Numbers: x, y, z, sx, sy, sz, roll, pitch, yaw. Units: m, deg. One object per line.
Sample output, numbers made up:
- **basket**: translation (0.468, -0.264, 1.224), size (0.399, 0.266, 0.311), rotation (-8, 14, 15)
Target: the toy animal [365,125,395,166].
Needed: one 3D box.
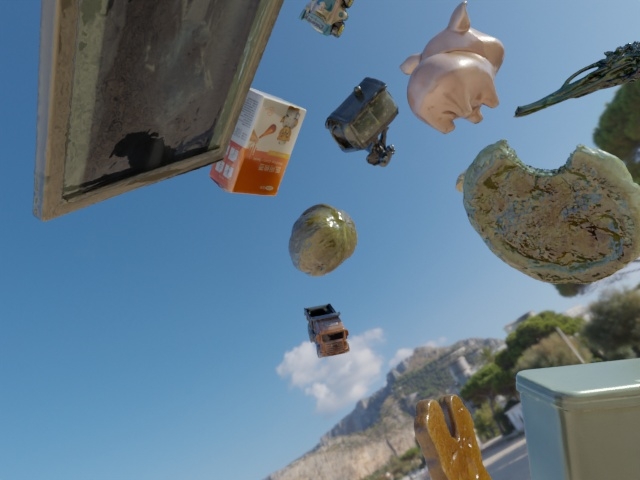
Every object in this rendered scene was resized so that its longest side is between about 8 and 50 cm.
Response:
- **toy animal**: translation (0.230, -0.389, 1.704), size (0.114, 0.245, 0.146), rotation (-8, -48, -10)

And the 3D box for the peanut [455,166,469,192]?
- **peanut**: translation (0.462, -0.185, 1.222), size (0.187, 0.082, 0.082), rotation (-22, -31, -24)

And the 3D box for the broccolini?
- **broccolini**: translation (0.403, -0.249, 0.666), size (0.201, 0.058, 0.074), rotation (-15, 14, 20)

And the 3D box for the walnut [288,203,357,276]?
- **walnut**: translation (0.000, 0.000, 1.566), size (0.227, 0.283, 0.283), rotation (2, -42, -44)

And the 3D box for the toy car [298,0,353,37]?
- **toy car**: translation (0.023, -0.662, 1.200), size (0.161, 0.126, 0.098), rotation (-57, -3, 31)

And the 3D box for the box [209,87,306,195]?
- **box**: translation (-0.219, -0.332, 1.484), size (0.224, 0.143, 0.341), rotation (-3, -60, -53)

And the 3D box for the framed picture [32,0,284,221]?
- **framed picture**: translation (-0.164, -0.232, 0.502), size (0.326, 0.028, 0.446), rotation (-39, -14, -50)

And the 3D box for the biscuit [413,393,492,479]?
- **biscuit**: translation (0.233, 0.408, 0.698), size (0.044, 0.295, 0.186), rotation (-31, -30, 36)

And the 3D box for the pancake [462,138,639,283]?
- **pancake**: translation (0.314, -0.031, 0.598), size (0.037, 0.253, 0.254), rotation (-45, -21, -29)

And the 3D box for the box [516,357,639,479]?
- **box**: translation (0.591, 0.425, 0.831), size (0.351, 0.344, 0.177), rotation (-4, -2, -7)

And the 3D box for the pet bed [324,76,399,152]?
- **pet bed**: translation (0.125, -0.414, 1.407), size (0.211, 0.183, 0.159), rotation (-46, -68, -10)

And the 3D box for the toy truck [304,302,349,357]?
- **toy truck**: translation (0.012, 0.223, 1.100), size (0.083, 0.192, 0.092), rotation (-8, -77, -11)

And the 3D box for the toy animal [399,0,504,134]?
- **toy animal**: translation (0.333, -0.416, 1.089), size (0.326, 0.269, 0.237), rotation (-26, -7, -40)
